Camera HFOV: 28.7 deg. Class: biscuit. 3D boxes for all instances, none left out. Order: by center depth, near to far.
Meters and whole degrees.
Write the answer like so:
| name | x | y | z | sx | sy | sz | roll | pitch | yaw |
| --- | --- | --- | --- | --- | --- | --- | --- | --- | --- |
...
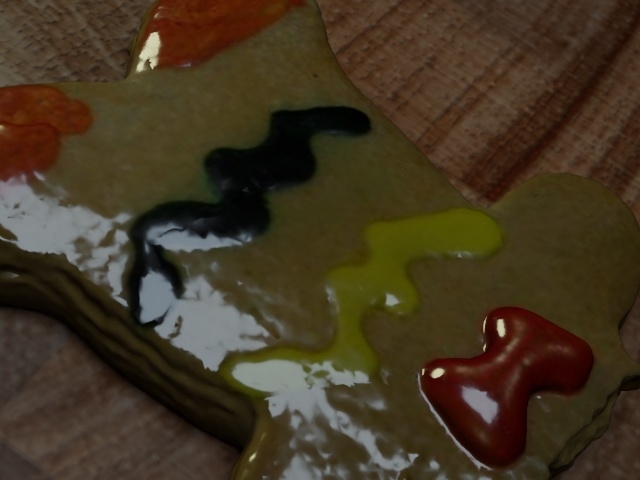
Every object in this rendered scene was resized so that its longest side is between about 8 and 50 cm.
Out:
| name | x | y | z | sx | sy | sz | roll | pitch | yaw |
| --- | --- | --- | --- | --- | --- | --- | --- | --- | --- |
| biscuit | 0.000 | 0.000 | 0.735 | 0.394 | 0.076 | 0.368 | 43 | 55 | 14 |
